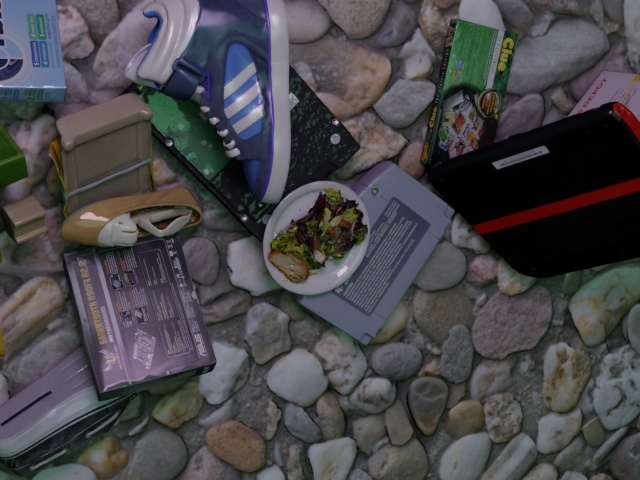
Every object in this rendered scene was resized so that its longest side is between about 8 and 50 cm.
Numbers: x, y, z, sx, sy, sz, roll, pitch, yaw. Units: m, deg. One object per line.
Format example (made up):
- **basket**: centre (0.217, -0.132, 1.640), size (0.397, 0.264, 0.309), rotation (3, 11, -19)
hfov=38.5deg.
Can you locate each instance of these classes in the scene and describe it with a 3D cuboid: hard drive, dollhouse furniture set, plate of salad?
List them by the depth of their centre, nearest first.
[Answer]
- **dollhouse furniture set**: centre (-0.406, -0.117, 1.353), size (0.301, 0.151, 0.197), rotation (-27, 146, -31)
- **hard drive**: centre (-0.124, -0.188, 1.475), size (0.237, 0.064, 0.339), rotation (-48, 117, -6)
- **plate of salad**: centre (0.000, 0.000, 1.523), size (0.200, 0.048, 0.199), rotation (-9, 110, -25)

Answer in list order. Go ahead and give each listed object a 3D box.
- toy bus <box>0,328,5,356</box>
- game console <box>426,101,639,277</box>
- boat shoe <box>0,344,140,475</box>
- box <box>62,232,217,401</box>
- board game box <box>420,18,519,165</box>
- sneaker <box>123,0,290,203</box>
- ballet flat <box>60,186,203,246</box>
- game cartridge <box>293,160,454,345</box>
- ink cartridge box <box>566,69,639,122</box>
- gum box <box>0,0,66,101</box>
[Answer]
- **toy bus**: centre (-0.563, 0.140, 1.342), size (0.191, 0.104, 0.202), rotation (37, 86, -27)
- **game console**: centre (0.426, -0.073, 1.590), size (0.342, 0.387, 0.060), rotation (43, 50, -27)
- **boat shoe**: centre (-0.367, 0.249, 1.466), size (0.335, 0.121, 0.119), rotation (-29, 136, -16)
- **box**: centre (-0.281, 0.113, 1.420), size (0.183, 0.056, 0.231), rotation (-14, 72, -20)
- **board game box**: centre (0.268, -0.256, 1.651), size (0.136, 0.030, 0.259), rotation (8, 100, -23)
- **sneaker**: centre (-0.170, -0.208, 1.357), size (0.236, 0.130, 0.322), rotation (-3, 109, -13)
- **ballet flat**: centre (-0.278, -0.031, 1.397), size (0.232, 0.073, 0.080), rotation (-21, 144, -39)
- **game cartridge**: centre (0.089, 0.018, 1.629), size (0.198, 0.062, 0.297), rotation (35, 88, -23)
- **ink cartridge box**: centre (0.602, -0.169, 1.685), size (0.197, 0.270, 0.198), rotation (40, 85, -28)
- **gum box**: centre (-0.456, -0.268, 1.273), size (0.184, 0.041, 0.157), rotation (-3, 67, -22)
